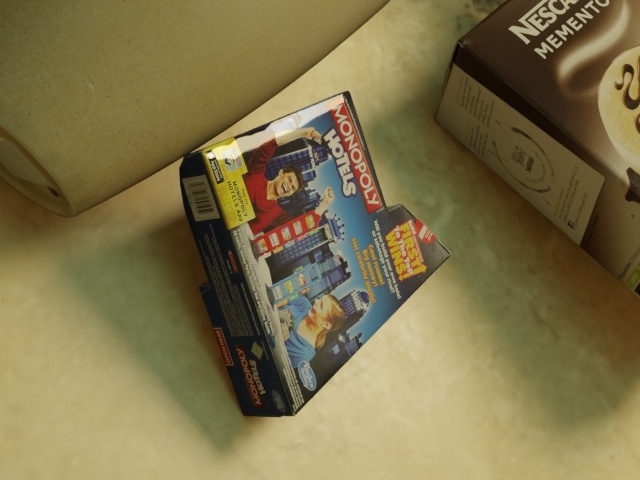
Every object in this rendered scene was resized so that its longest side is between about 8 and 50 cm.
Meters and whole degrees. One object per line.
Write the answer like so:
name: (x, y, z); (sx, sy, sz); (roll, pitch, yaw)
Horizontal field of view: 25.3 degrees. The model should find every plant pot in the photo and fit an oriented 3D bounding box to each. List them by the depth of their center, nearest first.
plant pot: (-0.126, -0.156, 0.976); (0.256, 0.256, 0.274); (41, 72, -6)

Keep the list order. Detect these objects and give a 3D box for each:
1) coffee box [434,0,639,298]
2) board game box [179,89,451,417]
coffee box: (0.259, -0.080, 1.139); (0.297, 0.119, 0.168); (42, 66, 15)
board game box: (0.000, 0.000, 1.035); (0.194, 0.060, 0.194); (-26, 102, -40)
